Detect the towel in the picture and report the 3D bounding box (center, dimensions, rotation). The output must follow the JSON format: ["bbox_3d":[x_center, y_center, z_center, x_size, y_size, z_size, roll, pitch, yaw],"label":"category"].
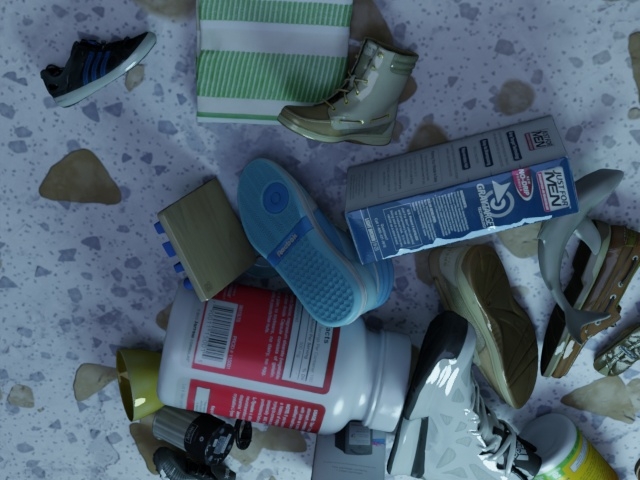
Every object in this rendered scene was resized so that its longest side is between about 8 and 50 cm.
[{"bbox_3d":[-0.076,-0.333,1.623,0.248,0.038,0.324,3,116,0],"label":"towel"}]

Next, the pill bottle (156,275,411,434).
[{"bbox_3d":[-0.060,0.206,1.799,0.408,0.229,0.229,12,118,-3],"label":"pill bottle"}]

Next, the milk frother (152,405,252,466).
[{"bbox_3d":[-0.214,0.352,1.966,0.135,0.129,0.143,20,157,31],"label":"milk frother"}]

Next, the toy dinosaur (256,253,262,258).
[{"bbox_3d":[-0.052,0.049,1.808,0.090,0.047,0.082,5,135,38],"label":"toy dinosaur"}]

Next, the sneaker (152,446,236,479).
[{"bbox_3d":[-0.221,0.464,2.034,0.106,0.078,0.234,-35,115,16],"label":"sneaker"}]

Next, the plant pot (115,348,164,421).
[{"bbox_3d":[-0.311,0.255,1.908,0.095,0.134,0.134,-10,120,-21],"label":"plant pot"}]

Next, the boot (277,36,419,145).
[{"bbox_3d":[0.044,-0.233,1.612,0.213,0.077,0.165,1,122,-35],"label":"boot"}]

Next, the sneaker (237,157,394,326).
[{"bbox_3d":[0.000,0.000,1.755,0.127,0.208,0.319,-40,73,26],"label":"sneaker"}]

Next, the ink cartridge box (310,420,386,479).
[{"bbox_3d":[0.046,0.442,1.874,0.131,0.306,0.226,6,118,1],"label":"ink cartridge box"}]

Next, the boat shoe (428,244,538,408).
[{"bbox_3d":[0.287,0.147,1.826,0.110,0.121,0.341,3,126,43],"label":"boat shoe"}]

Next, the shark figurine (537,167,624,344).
[{"bbox_3d":[0.382,0.016,1.684,0.166,0.116,0.278,10,99,31],"label":"shark figurine"}]

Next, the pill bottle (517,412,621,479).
[{"bbox_3d":[0.476,0.450,1.949,0.136,0.136,0.245,-35,111,19],"label":"pill bottle"}]

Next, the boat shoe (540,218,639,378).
[{"bbox_3d":[0.467,0.117,1.788,0.105,0.110,0.307,15,118,-3],"label":"boat shoe"}]

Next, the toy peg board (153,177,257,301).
[{"bbox_3d":[-0.207,0.005,1.734,0.079,0.161,0.161,-18,103,35],"label":"toy peg board"}]

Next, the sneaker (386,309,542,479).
[{"bbox_3d":[0.275,0.296,1.805,0.258,0.169,0.447,16,141,7],"label":"sneaker"}]

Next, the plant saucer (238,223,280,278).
[{"bbox_3d":[-0.097,0.010,1.813,0.119,0.021,0.119,2,119,3],"label":"plant saucer"}]

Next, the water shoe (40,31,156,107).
[{"bbox_3d":[-0.353,-0.284,1.643,0.203,0.073,0.080,-29,110,17],"label":"water shoe"}]

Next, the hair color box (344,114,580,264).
[{"bbox_3d":[0.219,-0.081,1.661,0.347,0.174,0.105,-14,117,11],"label":"hair color box"}]

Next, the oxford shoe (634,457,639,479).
[{"bbox_3d":[0.651,0.388,1.944,0.076,0.076,0.212,12,116,-1],"label":"oxford shoe"}]

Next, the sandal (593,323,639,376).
[{"bbox_3d":[0.561,0.181,1.858,0.072,0.049,0.180,42,127,-11],"label":"sandal"}]
